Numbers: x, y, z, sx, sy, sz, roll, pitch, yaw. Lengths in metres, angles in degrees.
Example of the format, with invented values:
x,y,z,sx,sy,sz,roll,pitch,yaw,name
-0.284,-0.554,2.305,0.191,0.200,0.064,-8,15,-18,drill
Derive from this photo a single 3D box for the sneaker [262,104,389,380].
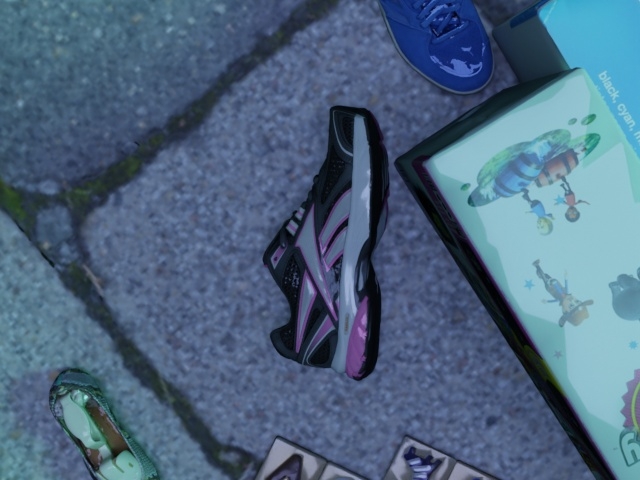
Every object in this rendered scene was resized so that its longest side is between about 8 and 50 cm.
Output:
x,y,z,sx,sy,sz,roll,pitch,yaw,name
0.000,0.000,0.747,0.077,0.072,0.178,4,90,11,sneaker

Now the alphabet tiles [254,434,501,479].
x,y,z,sx,sy,sz,roll,pitch,yaw,name
0.050,0.237,0.797,0.237,0.009,0.198,26,95,-2,alphabet tiles

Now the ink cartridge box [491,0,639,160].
x,y,z,sx,sy,sz,roll,pitch,yaw,name
0.251,-0.119,0.678,0.233,0.171,0.168,-32,94,4,ink cartridge box

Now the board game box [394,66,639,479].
x,y,z,sx,sy,sz,roll,pitch,yaw,name
0.166,0.058,0.671,0.097,0.224,0.303,-33,93,3,board game box

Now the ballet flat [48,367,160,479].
x,y,z,sx,sy,sz,roll,pitch,yaw,name
-0.147,0.140,0.775,0.041,0.041,0.114,-32,94,4,ballet flat

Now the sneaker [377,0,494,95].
x,y,z,sx,sy,sz,roll,pitch,yaw,name
0.062,-0.158,0.721,0.058,0.084,0.152,-29,95,3,sneaker
